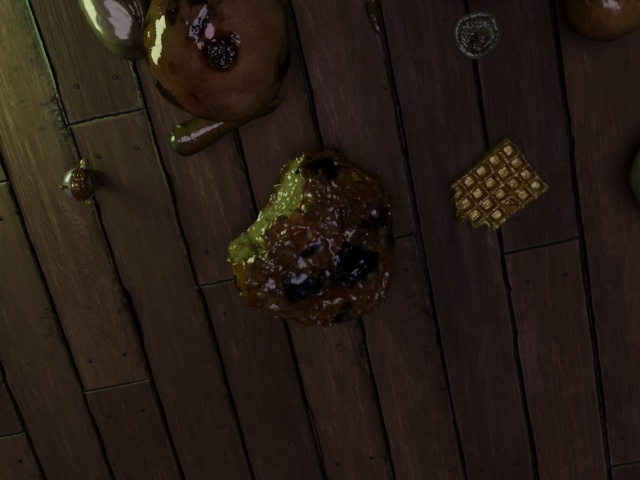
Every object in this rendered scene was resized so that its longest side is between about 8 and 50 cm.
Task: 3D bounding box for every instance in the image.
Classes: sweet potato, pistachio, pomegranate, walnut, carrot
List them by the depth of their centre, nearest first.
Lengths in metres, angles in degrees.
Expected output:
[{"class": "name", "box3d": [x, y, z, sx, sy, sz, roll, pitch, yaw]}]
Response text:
[{"class": "walnut", "box3d": [0.586, -0.506, 1.228, 0.195, 0.221, 0.195, 11, 114, 25]}, {"class": "pomegranate", "box3d": [-0.209, -0.405, 1.247, 0.322, 0.322, 0.322, 0, 105, 1]}, {"class": "pistachio", "box3d": [-0.442, -0.498, 1.297, 0.153, 0.138, 0.238, -16, 106, 41]}, {"class": "sweet potato", "box3d": [0.123, -0.533, 1.324, 0.041, 0.038, 0.153, 12, 108, 22]}, {"class": "carrot", "box3d": [-0.205, -0.278, 1.392, 0.298, 0.078, 0.078, -22, 104, 1]}]

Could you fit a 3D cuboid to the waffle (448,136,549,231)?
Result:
[{"class": "waffle", "box3d": [0.402, -0.114, 1.421, 0.211, 0.055, 0.160, -42, 99, 10]}]

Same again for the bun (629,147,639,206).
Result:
[{"class": "bun", "box3d": [0.816, -0.153, 1.352, 0.259, 0.152, 0.259, 4, 115, 8]}]

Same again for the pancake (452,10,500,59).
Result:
[{"class": "pancake", "box3d": [0.349, -0.460, 1.349, 0.108, 0.017, 0.108, 0, 109, 1]}]

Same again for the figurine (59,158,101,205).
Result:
[{"class": "figurine", "box3d": [-0.541, -0.139, 1.389, 0.068, 0.143, 0.101, -2, 128, 0]}]

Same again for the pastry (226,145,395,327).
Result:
[{"class": "pastry", "box3d": [0.006, 0.016, 1.350, 0.337, 0.292, 0.405, 33, 94, -18]}]
